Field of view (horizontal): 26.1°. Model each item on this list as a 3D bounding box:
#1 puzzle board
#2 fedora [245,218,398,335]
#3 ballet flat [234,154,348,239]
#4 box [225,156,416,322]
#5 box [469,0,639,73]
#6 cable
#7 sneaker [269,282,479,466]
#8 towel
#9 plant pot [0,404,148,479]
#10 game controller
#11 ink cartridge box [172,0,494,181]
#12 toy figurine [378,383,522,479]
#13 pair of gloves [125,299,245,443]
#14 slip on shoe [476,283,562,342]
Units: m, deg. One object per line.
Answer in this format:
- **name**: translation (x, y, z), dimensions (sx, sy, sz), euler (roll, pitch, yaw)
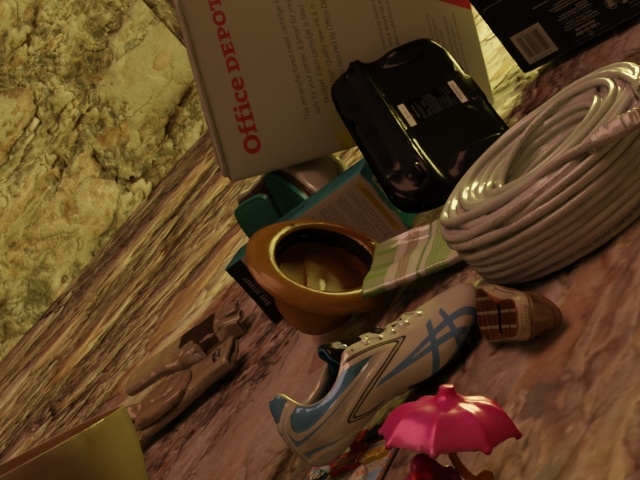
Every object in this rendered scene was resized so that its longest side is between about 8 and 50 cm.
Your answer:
- **puzzle board**: translation (0.024, 0.202, 1.243), dimensions (0.128, 0.011, 0.096), euler (-31, 17, 43)
- **fedora**: translation (-0.001, 0.050, 1.583), dimensions (0.194, 0.194, 0.079), euler (-65, -12, -59)
- **ballet flat**: translation (-0.021, -0.069, 2.020), dimensions (0.139, 0.139, 0.400), euler (-46, 10, -15)
- **box**: translation (0.000, 0.000, 1.768), dimensions (0.244, 0.100, 0.060), euler (-35, 13, 30)
- **box**: translation (0.330, -0.350, 1.770), dimensions (0.142, 0.163, 0.247), euler (-47, 13, -35)
- **cable**: translation (0.231, -0.067, 1.323), dimensions (0.257, 0.089, 0.257), euler (-39, 13, 21)
- **sneaker**: translation (0.056, 0.107, 1.264), dimensions (0.237, 0.086, 0.085), euler (-38, 6, -21)
- **towel**: translation (0.117, 0.005, 1.507), dimensions (0.152, 0.023, 0.113), euler (-23, 20, 24)
- **plant pot**: translation (-0.270, 0.306, 1.315), dimensions (0.284, 0.191, 0.284), euler (-28, 0, 0)
- **game controller**: translation (0.124, -0.149, 1.706), dimensions (0.166, 0.067, 0.319), euler (-18, 38, -6)
- **ink cartridge box**: translation (0.009, -0.271, 1.902), dimensions (0.384, 0.279, 0.160), euler (-16, 12, -7)
- **toy figurine**: translation (0.089, 0.168, 0.827), dimensions (0.173, 0.159, 0.130), euler (-46, 13, -13)
- **pair of gloves**: translation (-0.182, 0.178, 1.869), dimensions (0.204, 0.042, 0.240), euler (-37, 16, 10)
- **slip on shoe**: translation (0.169, 0.063, 1.202), dimensions (0.041, 0.051, 0.135), euler (-4, -2, -10)
